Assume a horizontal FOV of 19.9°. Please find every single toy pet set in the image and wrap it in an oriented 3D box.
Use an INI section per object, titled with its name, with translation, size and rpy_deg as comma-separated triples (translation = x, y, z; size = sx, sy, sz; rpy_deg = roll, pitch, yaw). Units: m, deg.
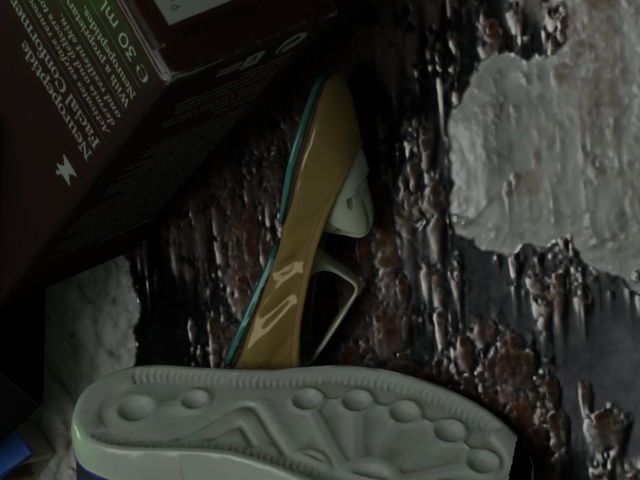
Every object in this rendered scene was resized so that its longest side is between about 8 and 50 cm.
[toy pet set]
translation = -0.226, 0.192, 1.431
size = 0.114, 0.065, 0.122
rpy_deg = 51, 121, 22

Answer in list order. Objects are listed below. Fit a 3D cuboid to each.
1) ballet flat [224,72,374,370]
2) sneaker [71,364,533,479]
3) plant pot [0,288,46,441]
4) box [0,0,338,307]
[ballet flat]
translation = 0.000, 0.000, 1.245
size = 0.073, 0.080, 0.232
rpy_deg = 20, 112, 5
[sneaker]
translation = -0.013, 0.210, 1.256
size = 0.322, 0.130, 0.236
rpy_deg = 6, 129, 14
[plant pot]
translation = -0.313, 0.073, 1.394
size = 0.167, 0.188, 0.187
rpy_deg = -19, 50, 18
[box]
translation = -0.161, -0.120, 1.214
size = 0.191, 0.143, 0.381
rpy_deg = 59, 148, 8
